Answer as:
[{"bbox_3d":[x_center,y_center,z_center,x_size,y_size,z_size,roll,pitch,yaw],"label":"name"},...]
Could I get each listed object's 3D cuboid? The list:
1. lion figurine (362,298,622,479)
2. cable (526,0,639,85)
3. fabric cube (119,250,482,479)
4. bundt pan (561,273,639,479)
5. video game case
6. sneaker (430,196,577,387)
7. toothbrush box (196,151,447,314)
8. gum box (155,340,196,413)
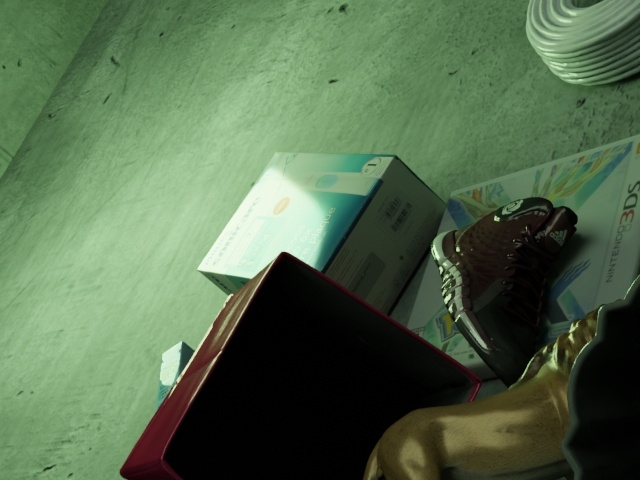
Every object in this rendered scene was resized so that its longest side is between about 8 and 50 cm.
[{"bbox_3d":[0.175,0.197,1.398,0.392,0.142,0.240,-14,60,1],"label":"lion figurine"},{"bbox_3d":[0.384,-0.317,1.894,0.257,0.089,0.257,-55,30,-13],"label":"cable"},{"bbox_3d":[-0.030,0.202,1.569,0.259,0.254,0.258,-59,9,-19],"label":"fabric cube"},{"bbox_3d":[0.365,0.162,1.182,0.331,0.124,0.330,2,92,44],"label":"bundt pan"},{"bbox_3d":[0.246,0.025,1.715,0.329,0.036,0.300,-17,41,43],"label":"video game case"},{"bbox_3d":[0.219,0.033,1.604,0.162,0.106,0.281,-36,30,13],"label":"sneaker"},{"bbox_3d":[0.000,0.000,1.986,0.295,0.126,0.216,7,60,58],"label":"toothbrush box"},{"bbox_3d":[-0.139,0.239,1.846,0.041,0.157,0.184,-34,32,24],"label":"gum box"}]
